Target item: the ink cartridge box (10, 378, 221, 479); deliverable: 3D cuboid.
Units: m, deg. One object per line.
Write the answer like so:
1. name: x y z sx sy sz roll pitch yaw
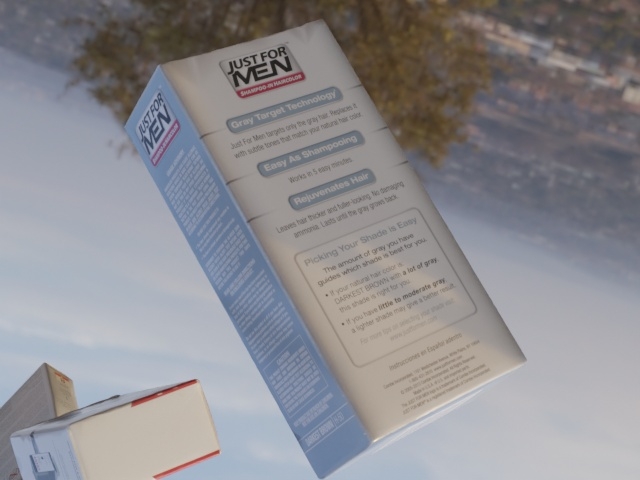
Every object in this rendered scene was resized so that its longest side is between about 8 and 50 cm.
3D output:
1. ink cartridge box: -0.144 0.141 0.921 0.099 0.056 0.135 -18 179 -30

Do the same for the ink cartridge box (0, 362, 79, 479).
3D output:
1. ink cartridge box: -0.281 0.215 1.250 0.045 0.145 0.179 39 -171 -33

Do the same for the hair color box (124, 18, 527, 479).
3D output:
1. hair color box: 0.000 0.000 1.198 0.185 0.374 0.113 -22 166 -33
